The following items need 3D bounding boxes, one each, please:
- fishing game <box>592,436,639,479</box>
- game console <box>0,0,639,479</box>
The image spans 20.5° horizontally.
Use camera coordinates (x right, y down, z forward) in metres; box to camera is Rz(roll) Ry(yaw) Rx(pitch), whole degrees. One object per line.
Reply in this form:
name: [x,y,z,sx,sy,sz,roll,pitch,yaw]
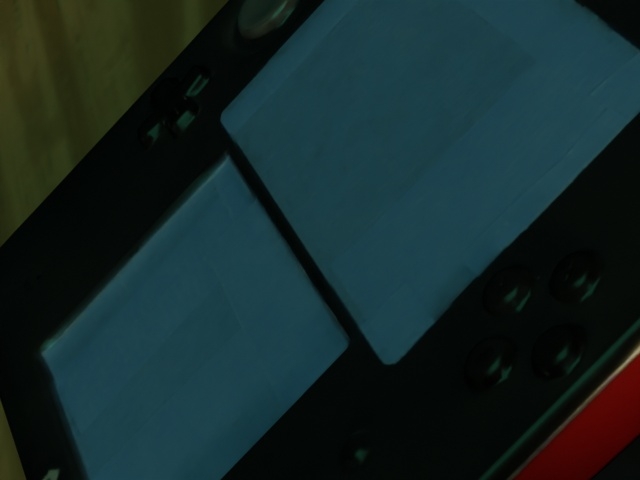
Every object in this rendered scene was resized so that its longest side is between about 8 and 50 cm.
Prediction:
fishing game: [0.159,0.060,0.594,0.264,0.041,0.189,-21,44,27]
game console: [0.000,0.000,0.732,0.342,0.060,0.386,-42,33,5]
